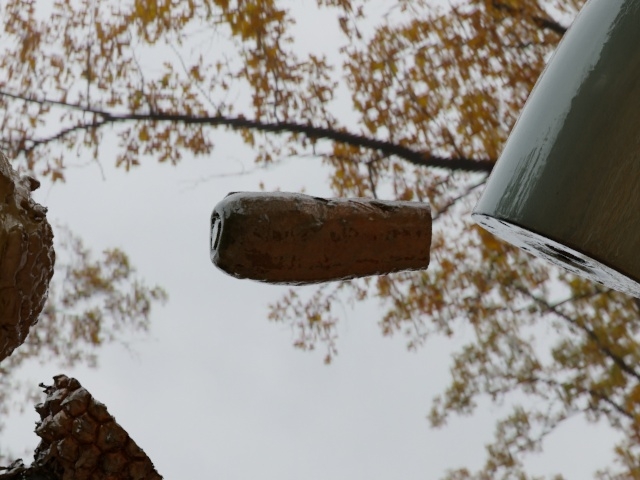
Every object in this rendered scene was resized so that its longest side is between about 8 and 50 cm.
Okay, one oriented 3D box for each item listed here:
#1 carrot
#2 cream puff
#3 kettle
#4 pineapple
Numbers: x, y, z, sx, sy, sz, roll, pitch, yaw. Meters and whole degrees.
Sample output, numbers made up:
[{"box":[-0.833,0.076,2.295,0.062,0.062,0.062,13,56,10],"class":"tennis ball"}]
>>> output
[{"box":[0.000,0.000,1.503,0.302,0.138,0.138,4,-57,-8],"class":"carrot"},{"box":[-0.462,0.026,1.292,0.327,0.343,0.231,10,-12,20],"class":"cream puff"},{"box":[0.243,-0.089,0.890,0.161,0.221,0.236,24,-91,10],"class":"kettle"},{"box":[-0.416,0.376,1.661,0.272,0.262,0.262,-41,-52,-25],"class":"pineapple"}]
